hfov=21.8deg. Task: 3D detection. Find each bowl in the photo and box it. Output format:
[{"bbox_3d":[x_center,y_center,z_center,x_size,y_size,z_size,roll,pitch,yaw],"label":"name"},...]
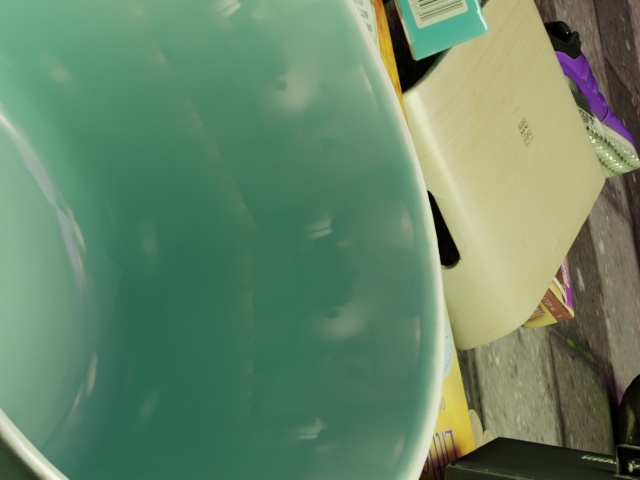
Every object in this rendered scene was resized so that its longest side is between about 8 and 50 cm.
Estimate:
[{"bbox_3d":[-0.105,-0.011,0.615,0.311,0.163,0.311,34,46,-44],"label":"bowl"}]

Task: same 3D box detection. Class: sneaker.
[{"bbox_3d":[0.252,-0.152,1.720,0.293,0.102,0.146,29,50,-62],"label":"sneaker"}]

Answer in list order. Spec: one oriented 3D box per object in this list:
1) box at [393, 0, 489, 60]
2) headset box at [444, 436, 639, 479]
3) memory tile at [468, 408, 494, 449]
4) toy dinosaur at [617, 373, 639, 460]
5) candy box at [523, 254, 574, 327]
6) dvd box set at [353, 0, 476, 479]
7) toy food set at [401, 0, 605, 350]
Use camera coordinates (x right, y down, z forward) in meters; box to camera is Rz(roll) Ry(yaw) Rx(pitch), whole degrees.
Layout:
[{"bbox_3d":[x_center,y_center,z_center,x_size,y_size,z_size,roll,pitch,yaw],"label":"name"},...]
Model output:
[{"bbox_3d":[0.076,-0.222,1.293,0.244,0.060,0.100,-92,162,-70],"label":"box"},{"bbox_3d":[0.195,0.265,1.018,0.131,0.246,0.283,-3,101,-69],"label":"headset box"},{"bbox_3d":[0.109,0.172,1.288,0.148,0.012,0.113,54,31,-46],"label":"memory tile"},{"bbox_3d":[0.365,0.222,1.803,0.313,0.121,0.160,56,17,-33],"label":"toy dinosaur"},{"bbox_3d":[0.188,-0.025,1.553,0.109,0.053,0.186,45,35,-52],"label":"candy box"},{"bbox_3d":[0.000,0.000,1.052,0.307,0.062,0.420,7,71,-68],"label":"dvd box set"},{"bbox_3d":[0.131,-0.080,1.389,0.219,0.092,0.306,64,35,-21],"label":"toy food set"}]
